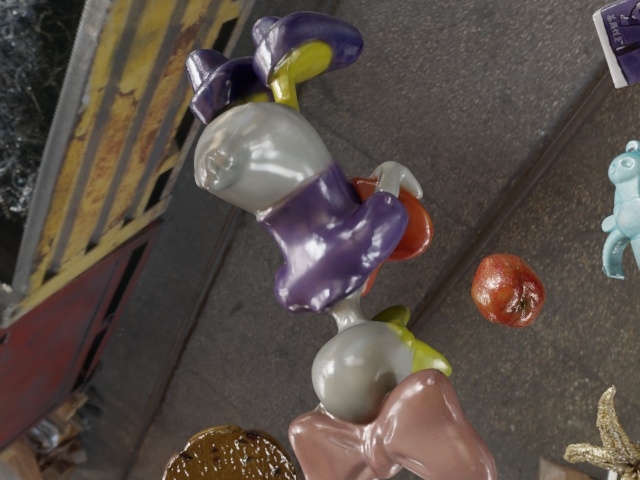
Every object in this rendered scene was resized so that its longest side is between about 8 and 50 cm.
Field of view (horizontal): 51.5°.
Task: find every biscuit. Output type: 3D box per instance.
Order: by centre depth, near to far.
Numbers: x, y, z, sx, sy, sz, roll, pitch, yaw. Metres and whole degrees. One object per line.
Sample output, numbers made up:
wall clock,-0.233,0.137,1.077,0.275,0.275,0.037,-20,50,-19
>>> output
biscuit,-0.131,0.371,0.985,0.212,0.036,0.212,-1,104,-6

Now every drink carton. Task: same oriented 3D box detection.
drink carton,0.573,-0.350,1.058,0.222,0.102,0.134,-14,104,40

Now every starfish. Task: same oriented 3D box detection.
starfish,0.616,0.424,1.213,0.293,0.084,0.302,37,143,29

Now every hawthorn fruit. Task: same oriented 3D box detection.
hawthorn fruit,0.307,0.083,1.090,0.128,0.128,0.128,14,122,24

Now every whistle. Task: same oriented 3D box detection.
whistle,0.519,-0.024,1.030,0.186,0.093,0.274,-30,69,63

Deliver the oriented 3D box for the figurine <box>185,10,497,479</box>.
figurine,0.001,-0.004,0.514,0.154,0.193,0.421,-34,72,29
